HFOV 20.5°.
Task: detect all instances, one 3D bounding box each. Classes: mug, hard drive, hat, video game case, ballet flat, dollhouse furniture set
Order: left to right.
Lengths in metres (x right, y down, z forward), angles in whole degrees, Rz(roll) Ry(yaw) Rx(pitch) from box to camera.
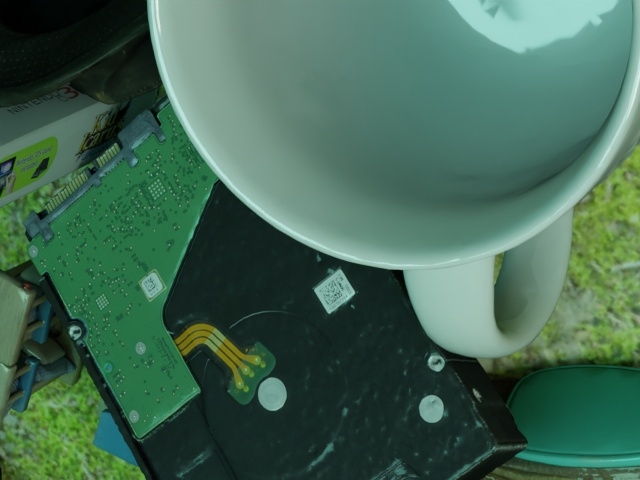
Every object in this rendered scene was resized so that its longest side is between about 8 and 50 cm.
[{"bbox_3d":[-0.287,-0.127,1.256,0.269,0.244,0.061,28,115,12],"label":"video game case"},{"bbox_3d":[-0.176,0.085,1.338,0.184,0.129,0.129,25,113,15],"label":"dollhouse furniture set"},{"bbox_3d":[-0.131,-0.186,1.204,0.331,0.331,0.134,-8,141,25],"label":"hat"},{"bbox_3d":[-0.043,0.061,1.199,0.237,0.064,0.339,-40,70,20],"label":"hard drive"},{"bbox_3d":[0.098,-0.113,1.052,0.276,0.328,0.374,1,106,23],"label":"mug"},{"bbox_3d":[0.129,0.156,1.253,0.342,0.116,0.124,-1,125,23],"label":"ballet flat"}]

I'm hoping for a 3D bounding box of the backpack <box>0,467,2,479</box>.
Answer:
[{"bbox_3d":[-0.337,0.237,1.422,0.115,0.182,0.152,21,112,16],"label":"backpack"}]
